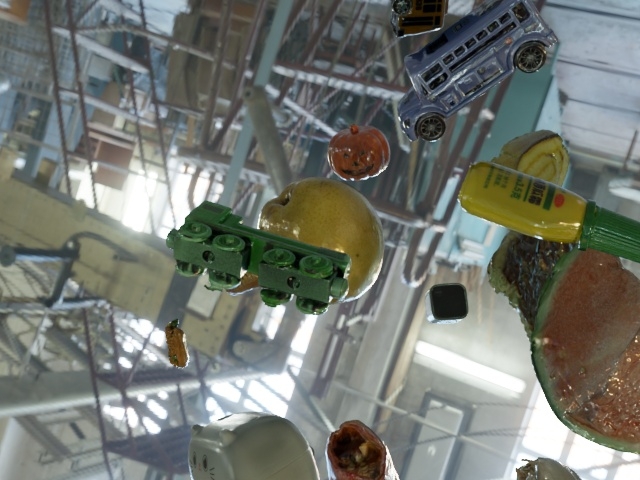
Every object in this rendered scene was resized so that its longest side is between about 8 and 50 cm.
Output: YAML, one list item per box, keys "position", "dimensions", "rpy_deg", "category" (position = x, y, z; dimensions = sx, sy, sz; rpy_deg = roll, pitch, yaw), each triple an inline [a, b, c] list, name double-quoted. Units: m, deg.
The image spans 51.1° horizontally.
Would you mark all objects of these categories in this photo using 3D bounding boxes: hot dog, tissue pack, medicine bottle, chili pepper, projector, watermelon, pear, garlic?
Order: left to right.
- position: [-0.451, 0.328, 2.090]
  dimensions: [0.055, 0.188, 0.072]
  rpy_deg: [-29, -137, -33]
  category: "hot dog"
- position: [-0.163, 0.506, 1.524]
  dimensions: [0.230, 0.235, 0.333]
  rpy_deg: [-22, 180, -30]
  category: "tissue pack"
- position: [0.000, 0.000, 1.594]
  dimensions: [0.315, 0.314, 0.314]
  rpy_deg: [18, -178, -1]
  category: "pear"
- position: [0.131, 0.767, 2.189]
  dimensions: [0.251, 0.229, 0.305]
  rpy_deg: [43, 158, 45]
  category: "chili pepper"
- position: [0.285, 0.144, 1.521]
  dimensions: [0.083, 0.083, 0.082]
  rpy_deg: [-3, 168, 0]
  category: "projector"
- position: [0.515, 0.571, 1.469]
  dimensions: [0.143, 0.177, 0.229]
  rpy_deg: [2, 139, -5]
  category: "garlic"
- position: [0.354, -0.033, 0.971]
  dimensions: [0.309, 0.076, 0.111]
  rpy_deg: [21, -135, 11]
  category: "medicine bottle"
- position: [0.480, 0.198, 1.200]
  dimensions: [0.222, 0.319, 0.292]
  rpy_deg: [-22, -153, 2]
  category: "watermelon"

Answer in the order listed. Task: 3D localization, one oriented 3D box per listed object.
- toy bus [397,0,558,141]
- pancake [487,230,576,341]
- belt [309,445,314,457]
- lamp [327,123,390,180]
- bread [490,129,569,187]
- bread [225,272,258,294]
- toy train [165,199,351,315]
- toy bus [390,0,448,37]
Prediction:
- position: [0.244, -0.301, 1.151]
  dimensions: [0.133, 0.292, 0.125]
  rpy_deg: [48, -158, -22]
  category: "toy bus"
- position: [0.509, 0.092, 1.509]
  dimensions: [0.067, 0.304, 0.427]
  rpy_deg: [-12, -172, 43]
  category: "pancake"
- position: [-0.047, 0.527, 1.649]
  dimensions: [0.036, 0.059, 0.083]
  rpy_deg: [33, 149, -21]
  category: "belt"
- position: [0.114, -0.273, 2.021]
  dimensions: [0.188, 0.163, 0.187]
  rpy_deg: [-12, -156, 5]
  category: "lamp"
- position: [0.564, -0.184, 1.793]
  dimensions: [0.124, 0.257, 0.186]
  rpy_deg: [2, 133, 55]
  category: "bread"
- position: [-0.192, 0.070, 2.058]
  dimensions: [0.254, 0.142, 0.227]
  rpy_deg: [-27, 180, 17]
  category: "bread"
- position: [-0.077, 0.020, 0.887]
  dimensions: [0.251, 0.085, 0.119]
  rpy_deg: [16, -151, 10]
  category: "toy train"
- position: [0.183, -0.490, 1.245]
  dimensions: [0.114, 0.200, 0.098]
  rpy_deg: [-4, -142, -2]
  category: "toy bus"
